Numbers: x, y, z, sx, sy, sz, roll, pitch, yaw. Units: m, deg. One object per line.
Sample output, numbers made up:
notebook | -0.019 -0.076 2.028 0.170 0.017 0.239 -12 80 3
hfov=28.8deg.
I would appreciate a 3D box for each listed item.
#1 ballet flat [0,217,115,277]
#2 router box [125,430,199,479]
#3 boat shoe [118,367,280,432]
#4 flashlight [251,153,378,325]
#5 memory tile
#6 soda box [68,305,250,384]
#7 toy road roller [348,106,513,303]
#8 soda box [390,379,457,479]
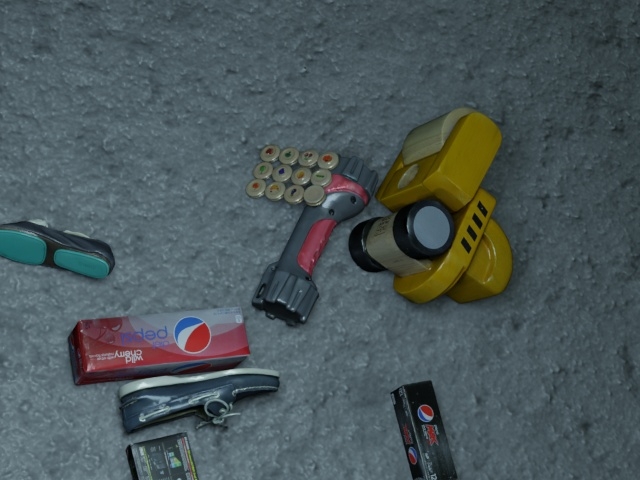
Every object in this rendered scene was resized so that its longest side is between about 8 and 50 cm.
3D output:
ballet flat | -0.418 0.006 1.938 0.203 0.074 0.074 15 64 -9
router box | -0.234 0.358 1.879 0.092 0.038 0.122 -9 73 -24
boat shoe | -0.181 0.245 1.914 0.254 0.095 0.079 -4 69 -22
flashlight | 0.000 0.000 2.086 0.103 0.103 0.304 41 58 -30
memory tile | -0.048 -0.112 2.110 0.148 0.012 0.113 9 60 23
soda box | -0.248 0.162 1.921 0.263 0.092 0.083 -4 72 -23
toy road roller | 0.226 -0.038 2.140 0.240 0.202 0.329 36 65 -19
soda box | 0.169 0.319 2.047 0.060 0.053 0.169 -6 72 -24
